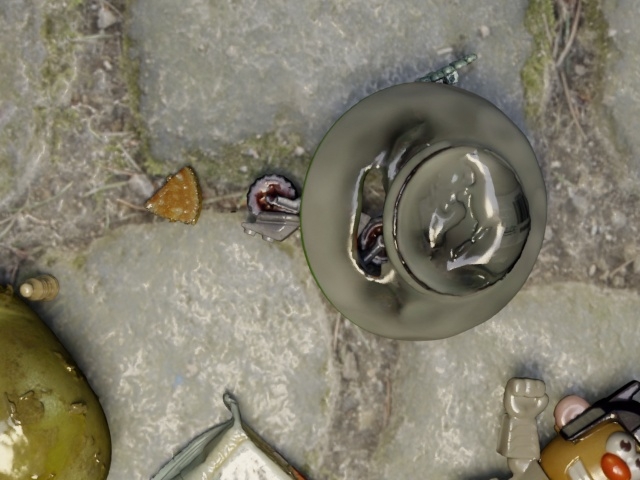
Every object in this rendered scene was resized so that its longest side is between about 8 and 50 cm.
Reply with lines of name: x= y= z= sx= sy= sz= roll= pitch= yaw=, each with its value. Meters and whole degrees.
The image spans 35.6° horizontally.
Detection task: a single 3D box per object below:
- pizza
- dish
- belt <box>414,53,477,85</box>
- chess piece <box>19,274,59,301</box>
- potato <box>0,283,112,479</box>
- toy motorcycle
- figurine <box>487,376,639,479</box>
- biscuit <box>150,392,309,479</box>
pizza: x=-0.188 y=-0.053 z=1.286 sx=0.078 sy=0.025 sz=0.083 roll=-10 pitch=71 yaw=14
dish: x=0.146 y=-0.028 z=1.182 sx=0.324 sy=0.124 sz=0.324 roll=-3 pitch=98 yaw=-21
belt: x=0.117 y=-0.172 z=1.272 sx=0.179 sy=0.065 sz=0.100 roll=-11 pitch=99 yaw=-1
chess piece: x=-0.356 y=0.060 z=1.248 sx=0.035 sy=0.092 sz=0.035 roll=0 pitch=89 yaw=0
potato: x=-0.395 y=0.189 z=1.170 sx=0.270 sy=0.219 sz=0.359 roll=-32 pitch=85 yaw=38
toy motorcycle: x=0.000 y=0.000 z=1.261 sx=0.215 sy=0.080 sz=0.122 roll=21 pitch=86 yaw=4
figurine: x=0.316 y=0.296 z=1.221 sx=0.308 sy=0.143 sz=0.308 roll=-3 pitch=104 yaw=-10
biscuit: x=-0.060 y=0.358 z=1.250 sx=0.309 sy=0.079 sz=0.186 roll=40 pitch=91 yaw=0
